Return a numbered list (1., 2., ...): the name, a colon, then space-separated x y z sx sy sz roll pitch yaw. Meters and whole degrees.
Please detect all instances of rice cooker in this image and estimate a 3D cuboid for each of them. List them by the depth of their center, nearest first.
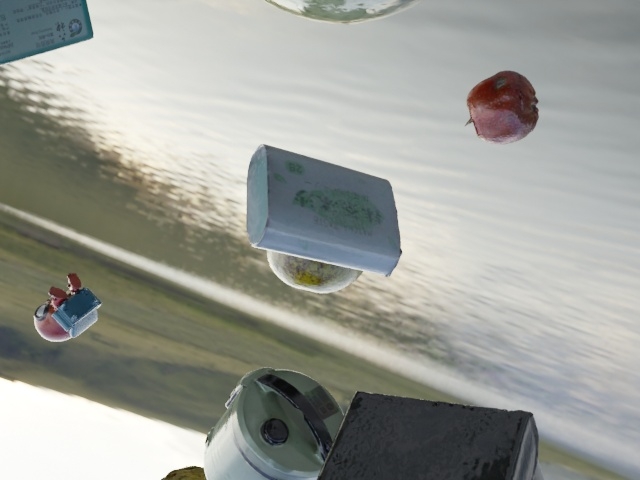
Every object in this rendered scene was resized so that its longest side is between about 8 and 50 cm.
1. rice cooker: -0.077 0.349 1.480 0.226 0.226 0.244 23 133 -10

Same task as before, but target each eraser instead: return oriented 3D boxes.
1. eraser: 0.005 -0.044 1.296 0.227 0.174 0.081 14 142 -27

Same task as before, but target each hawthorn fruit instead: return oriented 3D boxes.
1. hawthorn fruit: 0.216 -0.158 1.023 0.093 0.093 0.093 21 172 3

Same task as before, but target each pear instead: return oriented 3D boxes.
1. pear: 0.000 0.000 1.507 0.197 0.197 0.197 21 172 3

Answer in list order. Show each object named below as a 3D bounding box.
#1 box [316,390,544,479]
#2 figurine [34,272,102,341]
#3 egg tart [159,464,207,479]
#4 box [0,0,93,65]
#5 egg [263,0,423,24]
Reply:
1. box: 0.119 0.388 1.033 0.251 0.345 0.204 1 130 30
2. figurine: -0.371 0.107 1.237 0.075 0.068 0.140 47 142 -2
3. egg tart: -0.285 0.669 1.969 0.295 0.295 0.116 24 145 -21
4. box: -0.474 -0.347 1.259 0.092 0.153 0.245 16 -147 38
5. egg: 0.041 -0.412 0.851 0.345 0.345 0.428 23 156 -16
